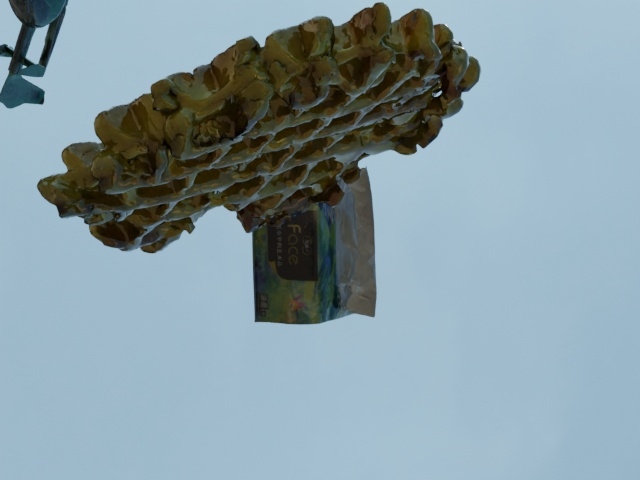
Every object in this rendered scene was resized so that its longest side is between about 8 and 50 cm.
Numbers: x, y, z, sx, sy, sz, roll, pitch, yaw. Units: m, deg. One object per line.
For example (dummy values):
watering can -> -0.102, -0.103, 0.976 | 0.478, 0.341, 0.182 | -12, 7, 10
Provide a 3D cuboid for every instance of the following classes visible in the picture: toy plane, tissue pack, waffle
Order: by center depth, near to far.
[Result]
waffle -> -0.027, -0.056, 1.061 | 0.231, 0.228, 0.051 | -25, -106, 11
tissue pack -> 0.001, 0.001, 1.375 | 0.079, 0.085, 0.111 | 1, -85, 23
toy plane -> -0.284, -0.241, 1.970 | 0.060, 0.096, 0.235 | 29, -72, 30
